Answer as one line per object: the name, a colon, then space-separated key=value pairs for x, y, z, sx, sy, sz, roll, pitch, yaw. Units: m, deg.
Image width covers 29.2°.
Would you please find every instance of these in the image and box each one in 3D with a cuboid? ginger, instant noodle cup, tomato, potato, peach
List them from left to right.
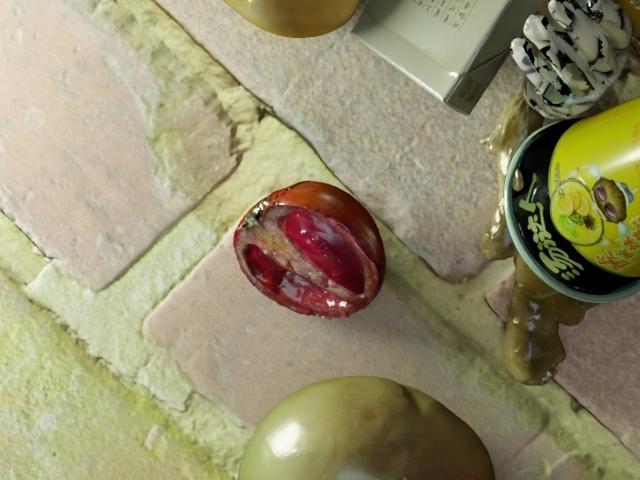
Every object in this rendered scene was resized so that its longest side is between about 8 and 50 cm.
potato: x=-0.057 y=-0.323 z=1.377 sx=0.234 sy=0.146 sz=0.150 roll=40 pitch=130 yaw=2
tomato: x=0.000 y=0.000 z=1.427 sx=0.173 sy=0.099 sz=0.189 roll=42 pitch=142 yaw=-12
peach: x=0.052 y=0.293 z=1.372 sx=0.292 sy=0.247 sz=0.292 roll=2 pitch=94 yaw=32
ginger: x=0.250 y=-0.001 z=1.392 sx=0.148 sy=0.081 sz=0.333 roll=-12 pitch=94 yaw=27
instant noodle cup: x=0.334 y=-0.058 z=1.253 sx=0.216 sy=0.236 sz=0.215 roll=5 pitch=75 yaw=-21

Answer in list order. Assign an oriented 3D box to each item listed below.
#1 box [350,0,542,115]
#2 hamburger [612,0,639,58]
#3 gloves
box: x=0.189 y=-0.331 z=1.308 sx=0.365 sy=0.051 sz=0.204 roll=-57 pitch=42 yaw=11
hamburger: x=0.434 y=-0.294 z=1.277 sx=0.319 sy=0.158 sz=0.318 roll=1 pitch=98 yaw=9
gloves: x=0.263 y=-0.196 z=1.251 sx=0.127 sy=0.212 sz=0.111 roll=-37 pitch=89 yaw=-7
